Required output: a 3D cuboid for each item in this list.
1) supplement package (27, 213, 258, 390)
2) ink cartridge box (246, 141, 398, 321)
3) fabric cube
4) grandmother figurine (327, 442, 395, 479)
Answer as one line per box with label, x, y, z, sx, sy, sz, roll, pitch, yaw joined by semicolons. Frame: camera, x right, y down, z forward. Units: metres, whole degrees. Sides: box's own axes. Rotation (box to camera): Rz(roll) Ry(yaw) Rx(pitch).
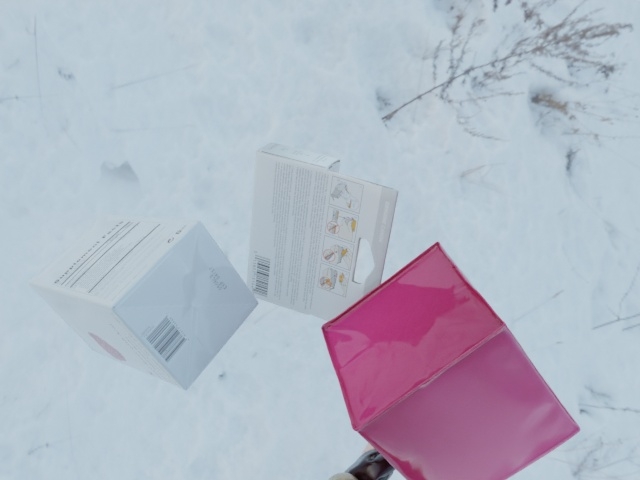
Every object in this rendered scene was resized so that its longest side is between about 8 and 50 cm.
supplement package;-0.279;0.082;0.904;0.175;0.292;0.178;-51;126;-30
ink cartridge box;0.000;0.000;1.039;0.066;0.260;0.297;-45;147;-56
fabric cube;0.191;0.212;0.923;0.254;0.259;0.258;-37;117;9
grandmother figurine;0.098;0.419;1.087;0.104;0.208;0.342;45;31;19
